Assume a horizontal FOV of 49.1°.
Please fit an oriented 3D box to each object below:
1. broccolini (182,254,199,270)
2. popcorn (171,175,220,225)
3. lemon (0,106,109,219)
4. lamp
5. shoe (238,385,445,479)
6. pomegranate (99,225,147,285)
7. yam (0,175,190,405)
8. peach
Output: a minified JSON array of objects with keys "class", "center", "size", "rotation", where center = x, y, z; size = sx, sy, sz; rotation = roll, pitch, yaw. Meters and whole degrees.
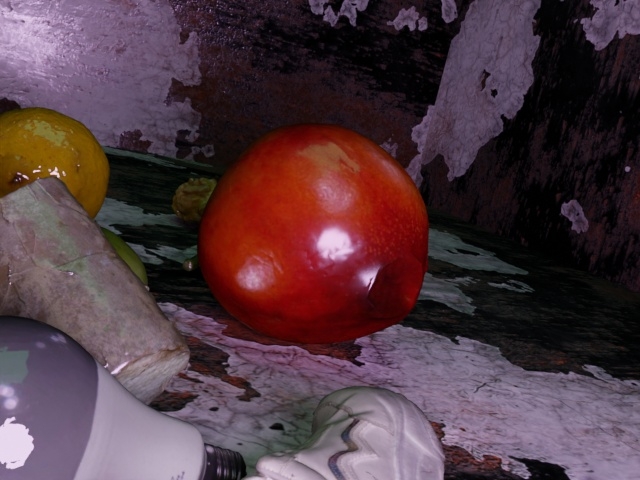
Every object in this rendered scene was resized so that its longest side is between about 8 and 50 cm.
[{"class":"broccolini","center":[-0.246,0.020,1.530],"size":[0.067,0.058,0.216],"rotation":[19,13,11]},{"class":"popcorn","center":[-0.315,-0.100,1.858],"size":[0.167,0.152,0.148],"rotation":[17,-16,25]},{"class":"lemon","center":[-0.547,-0.124,1.357],"size":[0.293,0.292,0.293],"rotation":[13,11,-3]},{"class":"lamp","center":[-0.217,0.191,0.589],"size":[0.314,0.182,0.182],"rotation":[45,-7,-31]},{"class":"shoe","center":[0.006,0.225,0.626],"size":[0.211,0.132,0.342],"rotation":[13,14,-16]},{"class":"pomegranate","center":[-0.326,0.070,0.940],"size":[0.182,0.181,0.224],"rotation":[9,-11,-21]},{"class":"yam","center":[-0.274,0.068,0.745],"size":[0.268,0.161,0.161],"rotation":[50,20,9]},{"class":"peach","center":[0.000,0.000,1.167],"size":[0.389,0.387,0.388],"rotation":[13,11,-3]}]
